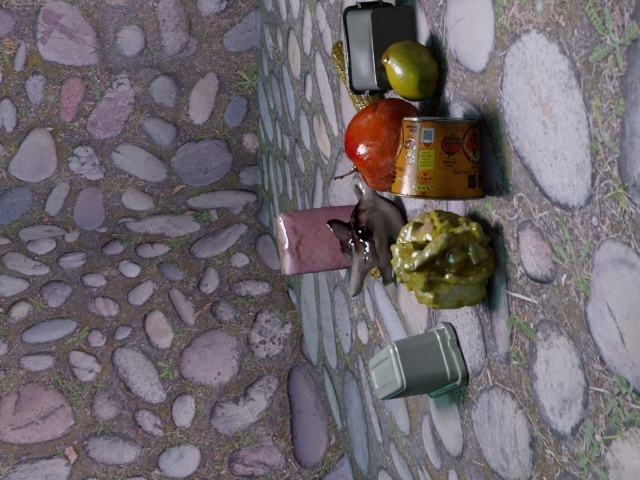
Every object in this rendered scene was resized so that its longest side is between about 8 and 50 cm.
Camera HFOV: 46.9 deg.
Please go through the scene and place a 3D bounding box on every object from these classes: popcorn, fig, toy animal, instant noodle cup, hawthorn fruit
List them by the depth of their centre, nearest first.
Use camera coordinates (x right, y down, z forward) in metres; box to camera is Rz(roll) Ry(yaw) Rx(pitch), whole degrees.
[{"bbox_3d":[0.256,-0.180,1.600,0.216,0.216,0.172,-145,56,-72],"label":"instant noodle cup"},{"bbox_3d":[0.273,0.045,1.682,0.259,0.212,0.259,165,90,-83],"label":"popcorn"},{"bbox_3d":[0.220,-0.404,1.755,0.153,0.121,0.136,55,159,3],"label":"fig"},{"bbox_3d":[0.149,-0.218,1.823,0.241,0.272,0.242,61,-176,-7],"label":"hawthorn fruit"},{"bbox_3d":[0.138,-0.027,2.228,0.344,0.194,0.302,120,134,-64],"label":"toy animal"}]

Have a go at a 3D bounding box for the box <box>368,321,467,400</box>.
[{"bbox_3d":[0.253,0.347,2.025,0.312,0.183,0.175,118,140,-68],"label":"box"}]

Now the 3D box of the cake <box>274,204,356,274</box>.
[{"bbox_3d":[0.000,0.000,2.572,0.237,0.309,0.229,-175,80,-80],"label":"cake"}]

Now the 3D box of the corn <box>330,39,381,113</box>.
[{"bbox_3d":[0.110,-0.479,2.196,0.097,0.097,0.319,102,153,-58],"label":"corn"}]

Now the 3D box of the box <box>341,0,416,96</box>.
[{"bbox_3d":[0.157,-0.489,1.877,0.135,0.163,0.243,-154,55,-63],"label":"box"}]

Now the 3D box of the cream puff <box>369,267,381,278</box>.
[{"bbox_3d":[0.181,0.079,2.395,0.083,0.058,0.083,93,154,-49],"label":"cream puff"}]
